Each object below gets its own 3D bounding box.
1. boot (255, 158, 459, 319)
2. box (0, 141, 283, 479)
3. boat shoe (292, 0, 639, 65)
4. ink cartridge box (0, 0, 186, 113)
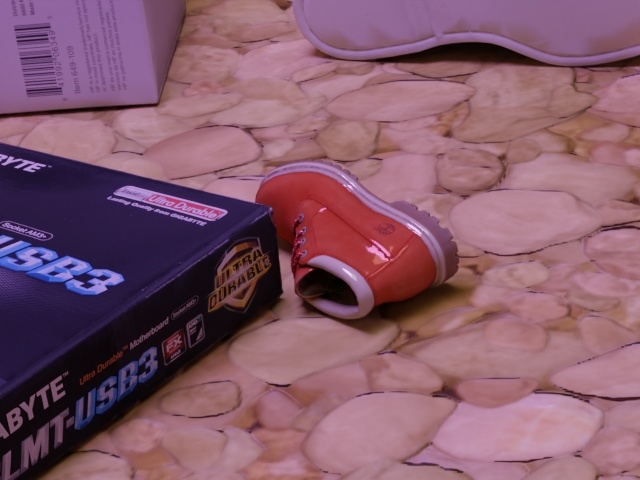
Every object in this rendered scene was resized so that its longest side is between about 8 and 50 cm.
[{"bbox_3d":[0.000,0.000,1.221,0.085,0.059,0.158,-32,37,-31],"label":"boot"},{"bbox_3d":[-0.225,0.038,1.185,0.296,0.073,0.293,15,36,35],"label":"box"},{"bbox_3d":[0.140,-0.201,1.508,0.320,0.116,0.099,-1,31,22],"label":"boat shoe"},{"bbox_3d":[-0.260,-0.223,1.551,0.270,0.198,0.197,-3,28,6],"label":"ink cartridge box"}]
